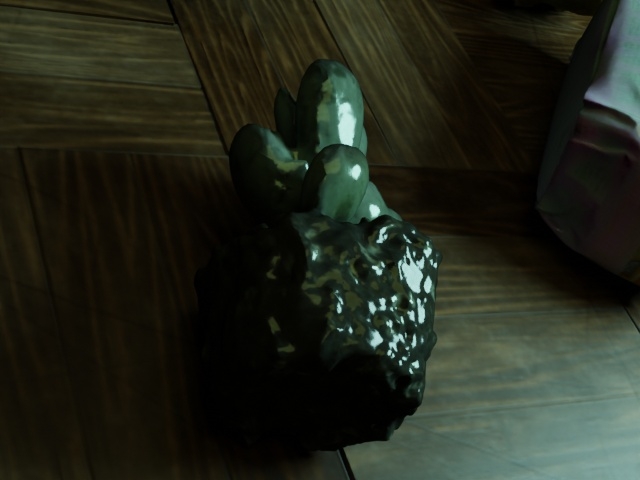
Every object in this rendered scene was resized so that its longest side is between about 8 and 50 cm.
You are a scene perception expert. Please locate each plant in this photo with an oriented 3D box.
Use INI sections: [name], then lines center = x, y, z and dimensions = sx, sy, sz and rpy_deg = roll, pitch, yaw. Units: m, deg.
[plant]
center = 0.001, 0.000, 0.686
dimensions = 0.149, 0.146, 0.275
rpy_deg = 25, 41, -25

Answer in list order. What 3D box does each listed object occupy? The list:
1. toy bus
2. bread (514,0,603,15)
[toy bus]
center = 0.310, -0.117, 0.982
dimensions = 0.162, 0.171, 0.386
rpy_deg = 22, 41, 5
[bread]
center = 0.289, -0.327, 1.157
dimensions = 0.160, 0.260, 0.147
rpy_deg = 10, 89, -24
